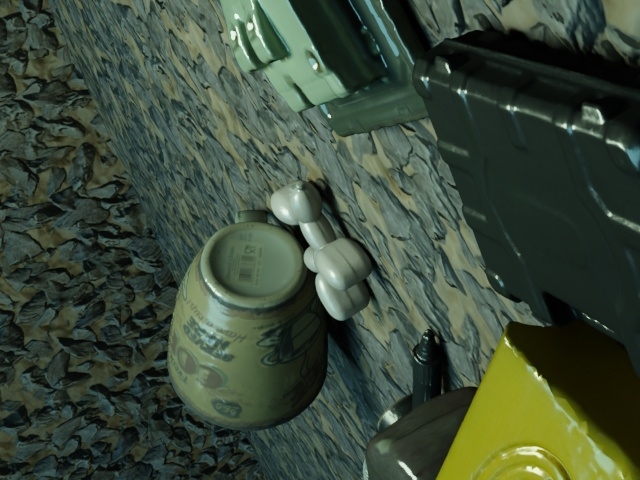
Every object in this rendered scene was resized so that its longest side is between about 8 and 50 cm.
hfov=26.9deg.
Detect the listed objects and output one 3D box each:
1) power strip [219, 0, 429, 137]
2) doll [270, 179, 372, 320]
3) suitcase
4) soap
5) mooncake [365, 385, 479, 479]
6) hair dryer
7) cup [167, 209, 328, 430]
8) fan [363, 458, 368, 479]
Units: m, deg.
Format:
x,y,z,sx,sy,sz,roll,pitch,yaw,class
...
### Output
x,y,z,sx,sy,sz,roll,pitch,yaw,class
-0.020,-0.196,1.125,0.251,0.092,0.257,66,163,-7,power strip
0.000,0.000,1.553,0.160,0.059,0.161,54,167,22,doll
0.167,-0.020,0.838,0.206,0.066,0.285,66,167,-24,suitcase
0.177,0.223,1.002,0.204,0.096,0.324,49,138,34,soap
0.174,0.295,1.307,0.306,0.154,0.306,55,167,19,mooncake
0.125,0.190,1.490,0.128,0.070,0.255,52,160,33,hair dryer
-0.090,0.067,1.826,0.257,0.227,0.301,102,169,-52,cup
0.148,0.359,1.754,0.244,0.074,0.130,46,150,33,fan
